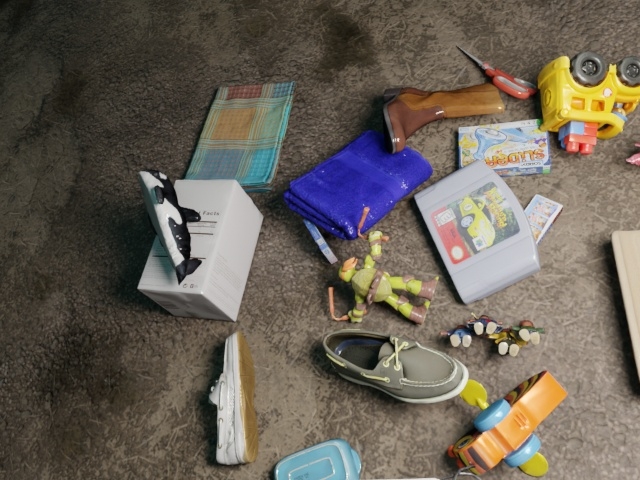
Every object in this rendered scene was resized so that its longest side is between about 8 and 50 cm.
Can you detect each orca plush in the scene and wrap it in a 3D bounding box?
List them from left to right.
[{"bbox_3d":[-0.306,-0.048,1.268,0.102,0.151,0.287,-15,48,-26],"label":"orca plush"}]

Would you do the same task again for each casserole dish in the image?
[{"bbox_3d":[-0.014,0.457,1.129,0.188,0.037,0.114,-24,56,7],"label":"casserole dish"}]

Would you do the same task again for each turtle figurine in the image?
[{"bbox_3d":[0.128,0.081,1.201,0.217,0.087,0.270,19,110,10],"label":"turtle figurine"}]

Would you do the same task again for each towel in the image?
[{"bbox_3d":[-0.224,-0.298,1.630,0.271,0.040,0.370,1,62,19],"label":"towel"},{"bbox_3d":[0.089,-0.143,1.355,0.227,0.076,0.308,30,56,31],"label":"towel"}]

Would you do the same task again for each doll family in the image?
[{"bbox_3d":[0.332,0.181,1.125,0.193,0.111,0.076,13,100,13],"label":"doll family"}]

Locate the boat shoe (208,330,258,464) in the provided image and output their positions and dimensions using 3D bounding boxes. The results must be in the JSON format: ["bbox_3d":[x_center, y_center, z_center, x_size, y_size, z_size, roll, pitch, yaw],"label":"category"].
[{"bbox_3d":[-0.194,0.330,1.228,0.096,0.098,0.277,-13,59,11],"label":"boat shoe"}]

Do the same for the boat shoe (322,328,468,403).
[{"bbox_3d":[0.132,0.234,1.117,0.305,0.091,0.109,1,51,42],"label":"boat shoe"}]

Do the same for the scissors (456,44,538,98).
[{"bbox_3d":[0.420,-0.433,1.456,0.109,0.021,0.297,-17,49,-34],"label":"scissors"}]

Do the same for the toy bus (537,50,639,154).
[{"bbox_3d":[0.600,-0.287,1.271,0.220,0.149,0.211,4,82,-2],"label":"toy bus"}]

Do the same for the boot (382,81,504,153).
[{"bbox_3d":[0.291,-0.294,1.381,0.280,0.096,0.264,-1,32,10],"label":"boot"}]

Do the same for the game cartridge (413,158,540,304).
[{"bbox_3d":[0.339,-0.031,1.246,0.196,0.060,0.294,-28,57,14],"label":"game cartridge"}]

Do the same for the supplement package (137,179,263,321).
[{"bbox_3d":[-0.276,0.022,1.383,0.175,0.177,0.293,2,62,21],"label":"supplement package"}]

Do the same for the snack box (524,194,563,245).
[{"bbox_3d":[0.446,-0.017,1.243,0.064,0.022,0.178,31,76,32],"label":"snack box"}]

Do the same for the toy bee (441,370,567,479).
[{"bbox_3d":[0.294,0.343,1.028,0.298,0.162,0.195,-12,70,-23],"label":"toy bee"}]

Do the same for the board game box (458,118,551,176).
[{"bbox_3d":[0.427,-0.212,1.352,0.201,0.035,0.136,-4,61,18],"label":"board game box"}]

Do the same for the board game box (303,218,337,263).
[{"bbox_3d":[0.000,0.000,1.351,0.020,0.090,0.090,-33,56,3],"label":"board game box"}]

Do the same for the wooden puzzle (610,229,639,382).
[{"bbox_3d":[0.726,0.122,1.037,0.347,0.080,0.322,-3,61,12],"label":"wooden puzzle"}]

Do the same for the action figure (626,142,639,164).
[{"bbox_3d":[0.804,-0.159,1.132,0.370,0.248,0.276,-4,87,16],"label":"action figure"}]

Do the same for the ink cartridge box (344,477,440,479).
[{"bbox_3d":[0.119,0.540,0.937,0.198,0.197,0.270,-8,60,16],"label":"ink cartridge box"}]
